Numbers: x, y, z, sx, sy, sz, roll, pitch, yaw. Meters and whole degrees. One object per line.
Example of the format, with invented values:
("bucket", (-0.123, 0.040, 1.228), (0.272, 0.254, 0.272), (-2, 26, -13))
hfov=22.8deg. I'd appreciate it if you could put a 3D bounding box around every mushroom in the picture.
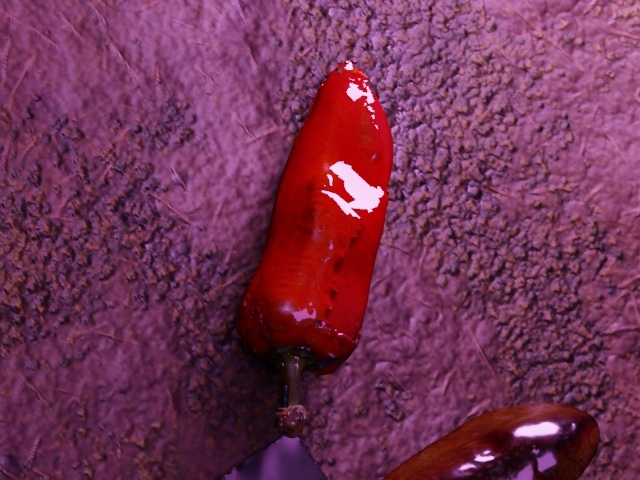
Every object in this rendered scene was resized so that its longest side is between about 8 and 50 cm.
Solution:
("mushroom", (0.159, 0.263, 1.340), (0.227, 0.148, 0.217), (-26, 99, -14))

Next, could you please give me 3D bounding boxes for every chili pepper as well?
("chili pepper", (0.000, 0.000, 1.380), (0.110, 0.110, 0.388), (19, 62, -10))

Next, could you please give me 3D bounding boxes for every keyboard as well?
("keyboard", (-0.081, 0.238, 1.321), (0.196, 0.015, 0.074), (-31, 79, -24))
